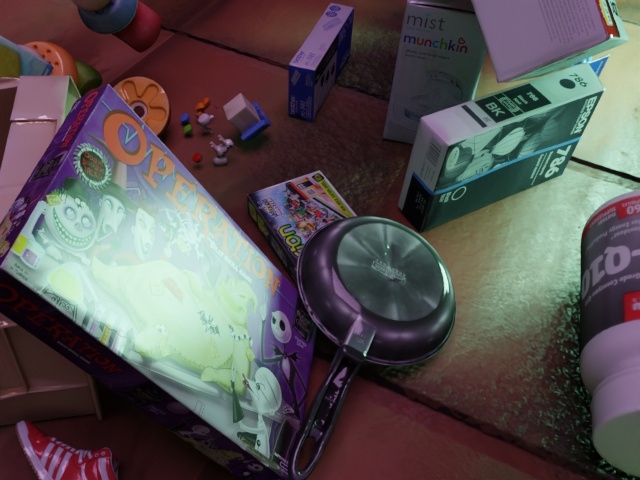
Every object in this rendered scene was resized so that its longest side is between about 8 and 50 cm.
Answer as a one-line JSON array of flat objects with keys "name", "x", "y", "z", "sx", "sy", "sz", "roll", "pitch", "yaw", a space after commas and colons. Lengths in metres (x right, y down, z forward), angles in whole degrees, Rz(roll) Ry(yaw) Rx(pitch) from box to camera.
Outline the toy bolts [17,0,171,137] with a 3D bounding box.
[{"name": "toy bolts", "x": -0.309, "y": -0.260, "z": 0.898, "sx": 0.218, "sy": 0.158, "sz": 0.228, "roll": 25, "pitch": 90, "yaw": 9}]

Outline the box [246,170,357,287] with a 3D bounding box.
[{"name": "box", "x": 0.000, "y": 0.000, "z": 0.824, "sx": 0.114, "sy": 0.036, "sz": 0.207, "roll": -21, "pitch": 52, "yaw": -21}]

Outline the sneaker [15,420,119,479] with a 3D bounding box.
[{"name": "sneaker", "x": -0.236, "y": 0.205, "z": 0.613, "sx": 0.067, "sy": 0.042, "sz": 0.118, "roll": -34, "pitch": 65, "yaw": -25}]

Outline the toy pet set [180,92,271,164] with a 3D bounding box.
[{"name": "toy pet set", "x": -0.139, "y": -0.166, "z": 0.970, "sx": 0.114, "sy": 0.065, "sz": 0.122, "roll": -35, "pitch": 46, "yaw": 12}]

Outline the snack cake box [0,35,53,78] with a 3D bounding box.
[{"name": "snack cake box", "x": -0.449, "y": -0.131, "z": 0.748, "sx": 0.089, "sy": 0.152, "sz": 0.264, "roll": 29, "pitch": 92, "yaw": 20}]

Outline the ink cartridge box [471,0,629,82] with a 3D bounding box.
[{"name": "ink cartridge box", "x": 0.264, "y": -0.368, "z": 0.798, "sx": 0.130, "sy": 0.309, "sz": 0.272, "roll": -17, "pitch": 6, "yaw": 33}]

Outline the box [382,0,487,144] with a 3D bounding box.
[{"name": "box", "x": 0.189, "y": -0.312, "z": 0.995, "sx": 0.127, "sy": 0.231, "sz": 0.261, "roll": 11, "pitch": 48, "yaw": 6}]

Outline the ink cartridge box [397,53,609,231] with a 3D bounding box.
[{"name": "ink cartridge box", "x": 0.268, "y": -0.135, "z": 0.880, "sx": 0.333, "sy": 0.165, "sz": 0.065, "roll": -23, "pitch": 56, "yaw": -22}]

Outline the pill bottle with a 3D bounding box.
[{"name": "pill bottle", "x": 0.359, "y": 0.091, "z": 0.679, "sx": 0.161, "sy": 0.161, "sz": 0.283, "roll": 14, "pitch": 47, "yaw": 9}]

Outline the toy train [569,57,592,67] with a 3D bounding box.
[{"name": "toy train", "x": 0.412, "y": -0.357, "z": 1.136, "sx": 0.184, "sy": 0.105, "sz": 0.080, "roll": -7, "pitch": 48, "yaw": -10}]

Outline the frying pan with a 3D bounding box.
[{"name": "frying pan", "x": 0.028, "y": 0.074, "z": 0.692, "sx": 0.197, "sy": 0.053, "sz": 0.326, "roll": 46, "pitch": 50, "yaw": 14}]

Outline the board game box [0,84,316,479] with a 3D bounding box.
[{"name": "board game box", "x": -0.117, "y": 0.056, "z": 0.578, "sx": 0.056, "sy": 0.347, "sz": 0.208, "roll": -21, "pitch": 41, "yaw": 23}]

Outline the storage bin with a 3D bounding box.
[{"name": "storage bin", "x": -0.290, "y": 0.012, "z": 0.645, "sx": 0.123, "sy": 0.260, "sz": 0.262, "roll": -3, "pitch": 47, "yaw": -12}]

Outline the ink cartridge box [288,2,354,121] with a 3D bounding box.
[{"name": "ink cartridge box", "x": 0.002, "y": -0.295, "z": 1.057, "sx": 0.046, "sy": 0.097, "sz": 0.207, "roll": 15, "pitch": 48, "yaw": 10}]
